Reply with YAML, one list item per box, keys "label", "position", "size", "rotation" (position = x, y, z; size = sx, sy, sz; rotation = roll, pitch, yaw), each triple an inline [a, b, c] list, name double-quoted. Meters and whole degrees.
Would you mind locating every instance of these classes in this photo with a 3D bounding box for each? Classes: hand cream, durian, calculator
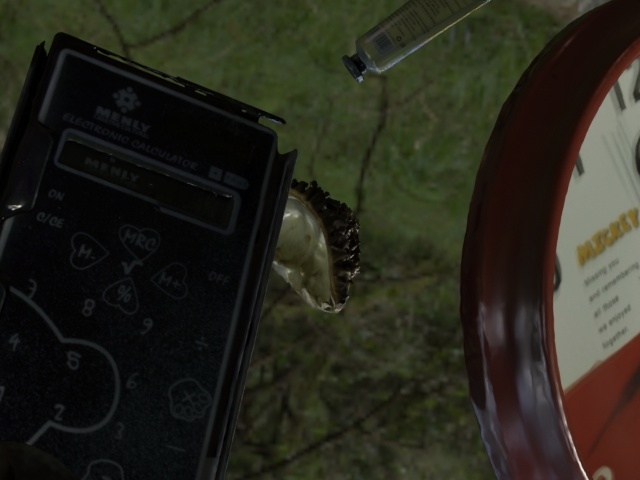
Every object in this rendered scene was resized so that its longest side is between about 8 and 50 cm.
- label: "hand cream"
  position: [0.057, -0.118, 0.693]
  size: [0.102, 0.035, 0.022]
  rotation: [-36, 147, 1]
- label: "durian"
  position: [-0.008, -0.003, 0.864]
  size: [0.052, 0.066, 0.130]
  rotation: [46, 180, -39]
- label: "calculator"
  position: [-0.109, 0.025, 0.717]
  size: [0.165, 0.274, 0.028]
  rotation: [19, 152, -15]

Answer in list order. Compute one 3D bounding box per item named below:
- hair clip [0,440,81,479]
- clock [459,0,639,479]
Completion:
- label: "hair clip"
  position: [-0.023, 0.194, 0.309]
  size: [0.310, 0.206, 0.194]
  rotation: [21, 135, 15]
- label: "clock"
  position: [0.187, 0.028, 0.696]
  size: [0.318, 0.319, 0.080]
  rotation: [15, 171, -37]
